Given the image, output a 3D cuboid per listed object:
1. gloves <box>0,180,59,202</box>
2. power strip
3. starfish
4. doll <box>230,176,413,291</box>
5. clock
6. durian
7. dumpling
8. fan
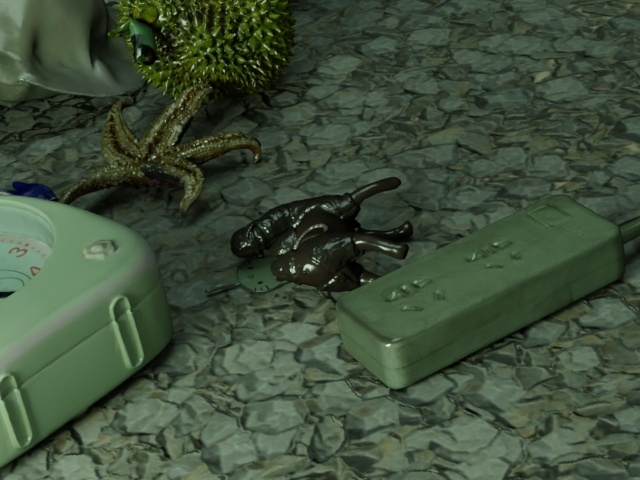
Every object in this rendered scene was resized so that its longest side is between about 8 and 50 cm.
[{"bbox_3d":[-0.298,-0.035,1.778,0.086,0.026,0.064,16,42,37],"label":"gloves"},{"bbox_3d":[0.154,0.029,1.496,0.288,0.053,0.093,-26,33,-21],"label":"power strip"},{"bbox_3d":[-0.172,-0.079,1.786,0.238,0.057,0.213,-34,40,-26],"label":"starfish"},{"bbox_3d":[0.000,0.000,1.593,0.165,0.057,0.139,-7,31,9],"label":"doll"},{"bbox_3d":[-0.308,0.063,1.539,0.324,0.109,0.265,19,43,42],"label":"clock"},{"bbox_3d":[-0.122,-0.221,1.890,0.198,0.159,0.146,4,72,-10],"label":"durian"},{"bbox_3d":[-0.294,-0.241,1.998,0.204,0.163,0.293,-3,19,22],"label":"dumpling"},{"bbox_3d":[-0.063,0.033,1.605,0.083,0.004,0.056,-16,32,-12],"label":"fan"}]
